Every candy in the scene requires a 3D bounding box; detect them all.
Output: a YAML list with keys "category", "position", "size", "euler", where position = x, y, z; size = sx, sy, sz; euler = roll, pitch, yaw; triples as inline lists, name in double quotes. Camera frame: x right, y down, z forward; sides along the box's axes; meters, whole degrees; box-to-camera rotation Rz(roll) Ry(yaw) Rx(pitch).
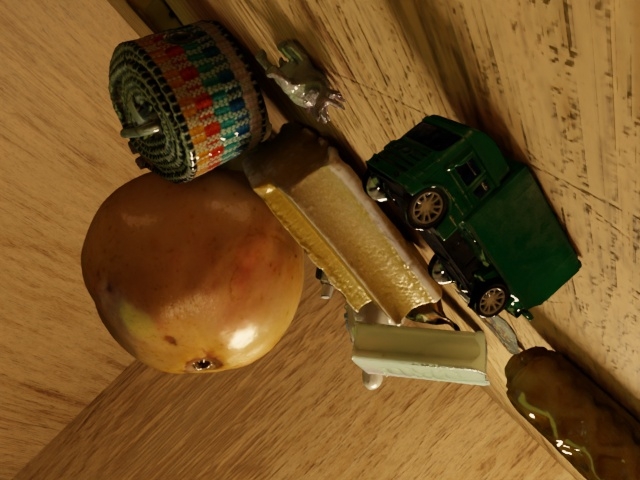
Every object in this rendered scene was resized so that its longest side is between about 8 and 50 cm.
- category: "candy"
  position: [0.158, 0.089, 1.132]
  size: [0.271, 0.101, 0.143]
  euler: [38, -176, 22]

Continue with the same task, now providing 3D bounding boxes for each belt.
- category: "belt"
  position: [-0.214, -0.194, 0.839]
  size: [0.295, 0.161, 0.206]
  euler: [18, 133, 54]

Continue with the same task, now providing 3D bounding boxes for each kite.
- category: "kite"
  position: [0.297, 0.166, 0.905]
  size: [0.245, 0.015, 0.141]
  euler: [47, 180, -26]

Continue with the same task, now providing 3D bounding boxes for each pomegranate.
- category: "pomegranate"
  position: [-0.219, 0.035, 1.035]
  size: [0.411, 0.411, 0.411]
  euler: [46, 179, 2]

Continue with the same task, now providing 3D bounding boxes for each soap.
- category: "soap"
  position: [0.203, 0.225, 1.143]
  size: [0.262, 0.094, 0.150]
  euler: [3, 162, 20]
- category: "soap"
  position: [0.030, -0.027, 0.866]
  size: [0.281, 0.143, 0.259]
  euler: [52, 176, -26]

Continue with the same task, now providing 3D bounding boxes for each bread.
- category: "bread"
  position: [0.315, 0.226, 0.635]
  size: [0.269, 0.098, 0.087]
  euler: [46, 137, 19]
- category: "bread"
  position: [-0.290, -0.402, 1.119]
  size: [0.088, 0.049, 0.226]
  euler: [45, 179, 25]

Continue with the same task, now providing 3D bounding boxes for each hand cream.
- category: "hand cream"
  position: [0.033, 0.025, 1.258]
  size: [0.038, 0.216, 0.052]
  euler: [16, 159, -6]

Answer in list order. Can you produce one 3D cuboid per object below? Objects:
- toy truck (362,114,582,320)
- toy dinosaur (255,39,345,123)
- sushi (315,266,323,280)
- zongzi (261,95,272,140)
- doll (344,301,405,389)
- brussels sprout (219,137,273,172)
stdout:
- category: "toy truck"
  position: [0.096, -0.012, 0.370]
  size: [0.147, 0.079, 0.065]
  euler: [46, 180, -32]
- category: "toy dinosaur"
  position: [-0.012, -0.142, 0.535]
  size: [0.082, 0.039, 0.209]
  euler: [43, -169, -26]
- category: "sushi"
  position: [0.000, 0.000, 1.304]
  size: [0.051, 0.192, 0.215]
  euler: [9, 170, 12]
- category: "zongzi"
  position: [-0.111, -0.204, 0.944]
  size: [0.176, 0.078, 0.160]
  euler: [40, 174, 46]
- category: "doll"
  position: [0.139, 0.184, 1.349]
  size: [0.242, 0.160, 0.310]
  euler: [-76, -20, -76]
- category: "brussels sprout"
  position: [-0.222, -0.107, 1.387]
  size: [0.361, 0.342, 0.425]
  euler: [39, 176, -13]
